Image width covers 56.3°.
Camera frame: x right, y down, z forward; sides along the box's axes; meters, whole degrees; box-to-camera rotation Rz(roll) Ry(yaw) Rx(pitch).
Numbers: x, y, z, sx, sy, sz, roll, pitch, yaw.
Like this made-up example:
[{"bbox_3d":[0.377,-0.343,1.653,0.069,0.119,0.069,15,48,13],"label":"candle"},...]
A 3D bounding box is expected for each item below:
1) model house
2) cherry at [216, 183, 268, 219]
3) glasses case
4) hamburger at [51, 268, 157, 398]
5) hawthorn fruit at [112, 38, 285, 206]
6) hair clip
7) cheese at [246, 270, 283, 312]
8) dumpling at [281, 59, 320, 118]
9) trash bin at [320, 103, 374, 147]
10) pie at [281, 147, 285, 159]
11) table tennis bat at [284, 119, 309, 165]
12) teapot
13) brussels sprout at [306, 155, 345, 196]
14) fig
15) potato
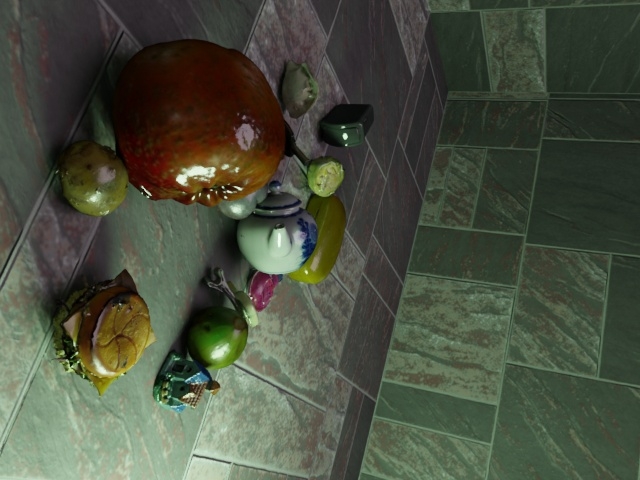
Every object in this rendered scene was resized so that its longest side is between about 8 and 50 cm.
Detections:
[{"bbox_3d":[-0.352,0.392,1.622,0.119,0.149,0.148,67,36,-47],"label":"model house"},{"bbox_3d":[-0.241,-0.148,1.731,0.176,0.140,0.175,-2,94,-35],"label":"cherry"},{"bbox_3d":[0.000,0.000,2.310,0.173,0.141,0.371,60,43,-54],"label":"glasses case"},{"bbox_3d":[-0.478,0.190,1.295,0.243,0.139,0.261,-50,140,-54],"label":"hamburger"},{"bbox_3d":[-0.279,-0.278,1.365,0.403,0.403,0.402,7,90,-66],"label":"hawthorn fruit"},{"bbox_3d":[-0.259,0.172,1.792,0.071,0.159,0.218,-39,113,-9],"label":"hair clip"},{"bbox_3d":[-0.188,0.152,2.029,0.244,0.062,0.155,-47,139,-54],"label":"cheese"},{"bbox_3d":[-0.067,-0.517,2.032,0.118,0.136,0.198,-18,102,-57],"label":"dumpling"},{"bbox_3d":[0.108,-0.462,2.385,0.236,0.177,0.101,-58,145,-49],"label":"trash bin"},{"bbox_3d":[-0.208,-0.350,1.823,0.274,0.106,0.256,-36,114,-63],"label":"pie"},{"bbox_3d":[-0.104,-0.317,1.937,0.019,0.220,0.130,-26,150,-24],"label":"table tennis bat"},{"bbox_3d":[-0.136,-0.049,1.856,0.424,0.253,0.279,-113,-160,-71],"label":"teapot"},{"bbox_3d":[0.006,-0.252,2.287,0.151,0.122,0.149,-46,130,-12],"label":"brussels sprout"},{"bbox_3d":[-0.287,0.274,1.715,0.181,0.191,0.180,25,51,-34],"label":"fig"},{"bbox_3d":[-0.470,-0.123,1.246,0.175,0.137,0.137,67,37,-51],"label":"potato"}]
